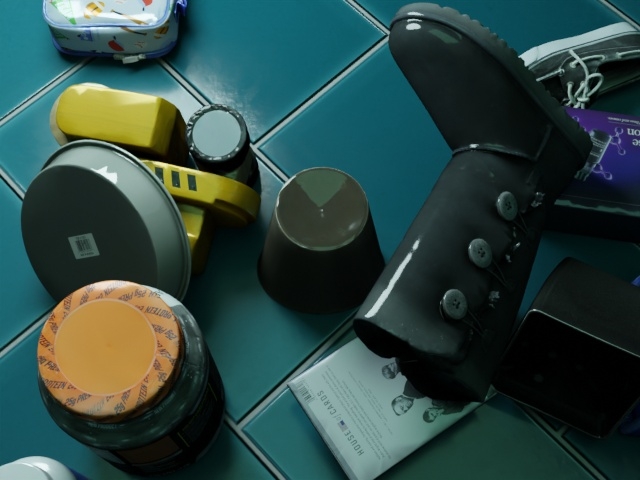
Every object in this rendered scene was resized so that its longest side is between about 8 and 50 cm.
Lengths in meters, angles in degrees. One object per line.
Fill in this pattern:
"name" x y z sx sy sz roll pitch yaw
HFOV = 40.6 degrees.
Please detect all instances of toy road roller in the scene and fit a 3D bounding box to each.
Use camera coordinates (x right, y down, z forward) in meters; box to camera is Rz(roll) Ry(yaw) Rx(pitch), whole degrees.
"toy road roller" -0.255 -0.085 1.326 0.329 0.202 0.240 12 78 3

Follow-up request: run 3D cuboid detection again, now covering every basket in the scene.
"basket" 0.000 0.000 1.270 0.204 0.227 0.154 0 67 0

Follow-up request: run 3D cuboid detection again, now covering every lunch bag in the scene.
"lunch bag" -0.353 -0.454 1.526 0.243 0.115 0.303 0 66 -3

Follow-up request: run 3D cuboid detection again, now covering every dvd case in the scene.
"dvd case" 0.100 0.210 1.218 0.239 0.029 0.179 -32 72 -10

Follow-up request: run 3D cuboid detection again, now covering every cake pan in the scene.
"cake pan" -0.320 0.003 1.248 0.293 0.293 0.054 34 33 13

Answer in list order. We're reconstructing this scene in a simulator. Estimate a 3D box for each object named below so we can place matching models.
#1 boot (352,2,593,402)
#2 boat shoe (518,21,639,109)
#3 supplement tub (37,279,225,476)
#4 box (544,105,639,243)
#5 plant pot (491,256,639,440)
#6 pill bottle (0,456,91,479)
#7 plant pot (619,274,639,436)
"boot" 0.157 -0.053 1.180 0.367 0.146 0.445 36 71 -13
"boat shoe" 0.426 -0.267 1.447 0.306 0.113 0.105 -19 54 -18
"supplement tub" -0.240 0.185 1.130 0.207 0.338 0.207 0 67 -1
"box" 0.457 -0.104 1.385 0.261 0.103 0.184 8 70 3
"plant pot" 0.370 0.139 1.236 0.187 0.188 0.167 25 45 8
"pill bottle" -0.362 0.348 1.123 0.124 0.221 0.124 0 67 0
"plant pot" 0.563 0.156 1.207 0.212 0.236 0.236 11 67 -1
